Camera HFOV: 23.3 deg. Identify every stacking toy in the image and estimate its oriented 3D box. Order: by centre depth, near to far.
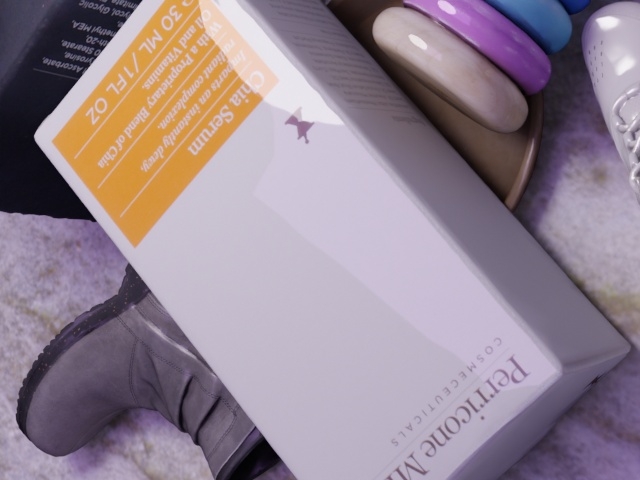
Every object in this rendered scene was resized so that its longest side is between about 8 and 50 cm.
[{"bbox_3d":[0.189,-0.249,1.194,0.141,0.141,0.330,39,93,34],"label":"stacking toy"}]

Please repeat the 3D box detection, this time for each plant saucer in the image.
[{"bbox_3d":[0.077,-0.100,1.340,0.277,0.041,0.278,-5,82,37],"label":"plant saucer"}]

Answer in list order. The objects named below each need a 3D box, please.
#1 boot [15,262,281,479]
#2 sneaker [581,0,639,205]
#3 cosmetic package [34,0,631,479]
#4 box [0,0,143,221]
[{"bbox_3d":[-0.140,0.149,1.447,0.338,0.118,0.223,-50,64,29],"label":"boot"},{"bbox_3d":[0.272,-0.060,1.128,0.111,0.129,0.297,-43,61,30],"label":"sneaker"},{"bbox_3d":[0.000,0.000,1.245,0.230,0.161,0.453,-48,71,21],"label":"cosmetic package"},{"bbox_3d":[-0.242,-0.350,1.457,0.472,0.297,0.480,-51,59,25],"label":"box"}]
